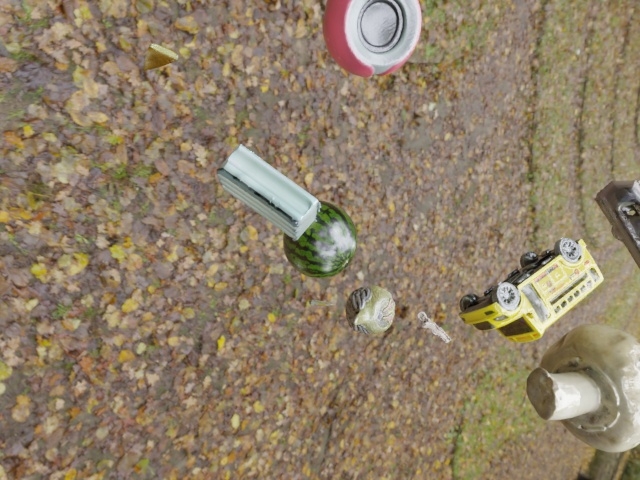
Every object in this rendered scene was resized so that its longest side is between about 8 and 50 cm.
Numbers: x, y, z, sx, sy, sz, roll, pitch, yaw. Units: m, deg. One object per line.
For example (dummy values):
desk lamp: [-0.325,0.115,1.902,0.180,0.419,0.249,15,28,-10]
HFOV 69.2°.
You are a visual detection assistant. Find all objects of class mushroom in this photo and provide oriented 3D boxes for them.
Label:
mushroom: [0.653,0.369,1.159,0.337,0.314,0.313,2,98,-24]

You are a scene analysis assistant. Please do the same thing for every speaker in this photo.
speaker: [0.141,-0.630,1.354,0.294,0.295,0.293,-15,110,-45]

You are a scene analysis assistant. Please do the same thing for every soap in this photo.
soap: [-0.128,-0.116,1.163,0.094,0.262,0.150,-53,172,-15]

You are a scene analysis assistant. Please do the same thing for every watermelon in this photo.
watermelon: [0.000,0.000,1.732,0.285,0.285,0.284,-15,110,-45]

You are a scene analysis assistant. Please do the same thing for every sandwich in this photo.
sandwich: [-0.332,-0.375,0.938,0.030,0.084,0.044,-92,165,-46]

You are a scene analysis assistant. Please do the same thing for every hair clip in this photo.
hair clip: [0.453,0.347,1.843,0.034,0.072,0.226,-39,132,18]

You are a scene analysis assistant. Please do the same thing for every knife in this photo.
knife: [0.504,0.073,0.662,0.043,0.089,0.364,21,47,-65]

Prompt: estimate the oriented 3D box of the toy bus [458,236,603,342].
toy bus: [0.481,0.124,1.062,0.330,0.144,0.152,-28,83,-23]

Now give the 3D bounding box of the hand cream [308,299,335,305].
hand cream: [0.004,0.242,1.779,0.035,0.102,0.022,23,71,-64]

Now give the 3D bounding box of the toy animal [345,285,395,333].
toy animal: [0.080,0.135,0.883,0.137,0.098,0.098,-7,104,-46]
